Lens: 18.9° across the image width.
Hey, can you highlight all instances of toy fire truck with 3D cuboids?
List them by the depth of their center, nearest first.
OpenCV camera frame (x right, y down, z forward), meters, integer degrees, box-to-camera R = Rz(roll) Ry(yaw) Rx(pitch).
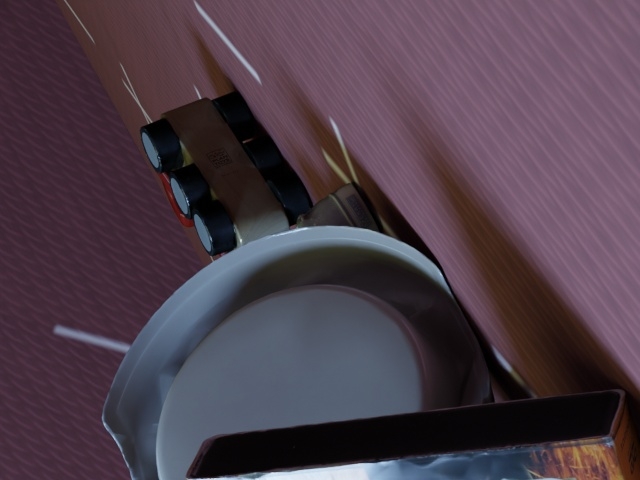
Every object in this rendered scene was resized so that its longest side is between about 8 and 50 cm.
[{"bbox_3d":[-0.084,-0.020,2.171,0.217,0.159,0.246,55,160,37],"label":"toy fire truck"}]

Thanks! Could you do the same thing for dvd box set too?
[{"bbox_3d":[0.112,0.308,1.348,0.062,0.308,0.420,-60,-43,-56],"label":"dvd box set"}]

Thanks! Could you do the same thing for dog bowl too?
[{"bbox_3d":[-0.011,0.162,1.605,0.348,0.349,0.102,55,-177,40],"label":"dog bowl"}]

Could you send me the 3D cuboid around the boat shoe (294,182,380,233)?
[{"bbox_3d":[0.001,0.001,1.834,0.079,0.081,0.227,60,172,6],"label":"boat shoe"}]
